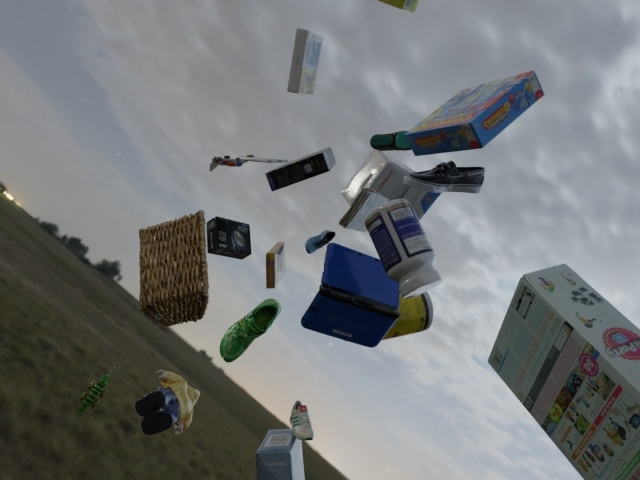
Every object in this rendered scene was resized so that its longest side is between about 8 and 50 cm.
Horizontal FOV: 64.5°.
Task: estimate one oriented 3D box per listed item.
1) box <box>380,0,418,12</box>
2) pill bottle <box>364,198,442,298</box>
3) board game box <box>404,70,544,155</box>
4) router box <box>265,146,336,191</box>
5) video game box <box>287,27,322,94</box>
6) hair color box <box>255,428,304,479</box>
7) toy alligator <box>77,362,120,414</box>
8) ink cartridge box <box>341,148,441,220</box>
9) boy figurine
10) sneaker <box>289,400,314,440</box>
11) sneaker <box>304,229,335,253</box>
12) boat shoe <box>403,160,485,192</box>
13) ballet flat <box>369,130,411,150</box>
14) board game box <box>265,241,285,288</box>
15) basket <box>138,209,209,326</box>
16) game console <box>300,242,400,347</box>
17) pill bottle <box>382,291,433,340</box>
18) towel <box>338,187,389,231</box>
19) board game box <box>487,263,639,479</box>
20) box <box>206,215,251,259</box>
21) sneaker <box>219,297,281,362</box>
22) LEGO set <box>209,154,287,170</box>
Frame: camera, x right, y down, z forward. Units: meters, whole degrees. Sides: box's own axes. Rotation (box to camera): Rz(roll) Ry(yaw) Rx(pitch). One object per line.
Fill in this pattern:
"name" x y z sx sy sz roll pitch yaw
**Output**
"box" 0.184 -0.762 1.542 0.232 0.087 0.058 37 -57 28
"pill bottle" 0.243 0.025 1.481 0.153 0.153 0.265 99 -29 -69
"board game box" 0.471 -0.390 1.587 0.086 0.302 0.308 58 -21 -19
"router box" -0.071 -0.296 2.071 0.309 0.243 0.081 -62 133 -74
"video game box" -0.052 -0.611 1.751 0.048 0.205 0.187 15 18 14
"hair color box" -0.114 0.806 1.576 0.113 0.374 0.185 -5 0 8
"toy alligator" -0.708 0.469 1.621 0.056 0.190 0.051 38 -30 -10
"ink cartridge box" 0.345 -0.232 2.457 0.395 0.285 0.166 22 23 -37
"boy figurine" -0.409 0.440 1.398 0.285 0.092 0.177 83 -16 -83
"sneaker" -0.060 0.571 1.618 0.057 0.075 0.161 4 9 -18
"sneaker" 0.000 0.000 2.196 0.063 0.162 0.073 58 -27 -12
"boat shoe" 0.425 -0.222 1.723 0.108 0.301 0.102 -120 -145 -62
"ballet flat" 0.283 -0.362 1.859 0.213 0.072 0.068 9 0 38
"board game box" -0.160 0.086 1.813 0.039 0.124 0.259 1 9 7
"basket" -0.410 0.096 1.566 0.213 0.223 0.299 61 15 -60
"game console" 0.106 0.187 1.688 0.293 0.250 0.173 20 30 -18
"pill bottle" 0.233 0.274 1.878 0.188 0.334 0.188 173 -90 -69
"towel" 0.182 -0.122 2.094 0.049 0.187 0.282 40 12 22
"board game box" 0.417 0.220 0.795 0.303 0.097 0.224 -121 -154 -46
"box" -0.396 -0.009 2.196 0.180 0.147 0.077 15 -31 -41
"sneaker" -0.267 0.327 1.891 0.109 0.295 0.123 43 -10 -1
"LEGO set" -0.263 -0.268 1.771 0.244 0.060 0.182 9 13 25
